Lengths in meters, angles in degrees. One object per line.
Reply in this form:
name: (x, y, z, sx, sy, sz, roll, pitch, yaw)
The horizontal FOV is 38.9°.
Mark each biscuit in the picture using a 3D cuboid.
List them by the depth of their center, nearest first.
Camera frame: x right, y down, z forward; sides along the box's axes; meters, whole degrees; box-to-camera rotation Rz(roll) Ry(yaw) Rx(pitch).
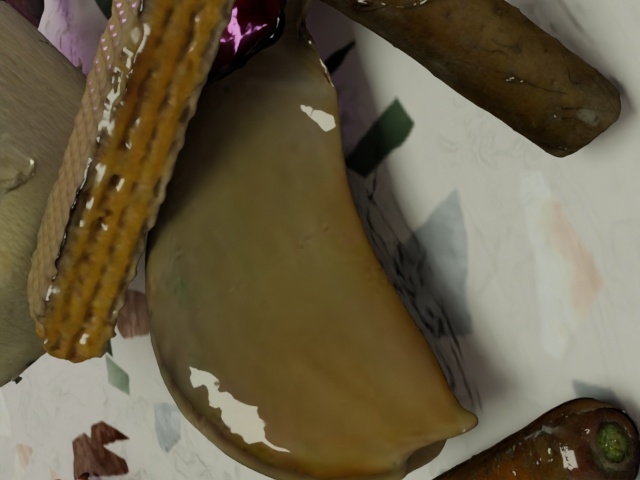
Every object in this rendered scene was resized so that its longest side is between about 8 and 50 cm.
biscuit: (-0.108, -0.095, 0.549, 0.379, 0.054, 0.094, -65, 28, 24)

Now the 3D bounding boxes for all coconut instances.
coconut: (-0.345, -0.059, 0.755, 0.360, 0.346, 0.346, 44, 143, -18)

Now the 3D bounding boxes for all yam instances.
yam: (0.039, -0.120, 0.436, 0.241, 0.057, 0.057, 34, 135, -9)

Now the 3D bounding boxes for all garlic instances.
garlic: (-0.014, -0.006, 0.595, 0.196, 0.151, 0.338, -22, 71, 29)

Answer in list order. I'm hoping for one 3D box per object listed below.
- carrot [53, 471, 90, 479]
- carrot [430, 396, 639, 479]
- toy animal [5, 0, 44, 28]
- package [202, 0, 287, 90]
carrot: (-0.281, 0.442, 0.935, 0.224, 0.224, 0.341, 11, 101, 48)
carrot: (0.113, 0.135, 0.516, 0.161, 0.055, 0.055, -42, 67, 49)
toy animal: (-0.286, -0.339, 0.838, 0.324, 0.090, 0.195, 54, 129, 13)
package: (-0.016, -0.204, 0.549, 0.269, 0.071, 0.194, -36, 36, 47)
